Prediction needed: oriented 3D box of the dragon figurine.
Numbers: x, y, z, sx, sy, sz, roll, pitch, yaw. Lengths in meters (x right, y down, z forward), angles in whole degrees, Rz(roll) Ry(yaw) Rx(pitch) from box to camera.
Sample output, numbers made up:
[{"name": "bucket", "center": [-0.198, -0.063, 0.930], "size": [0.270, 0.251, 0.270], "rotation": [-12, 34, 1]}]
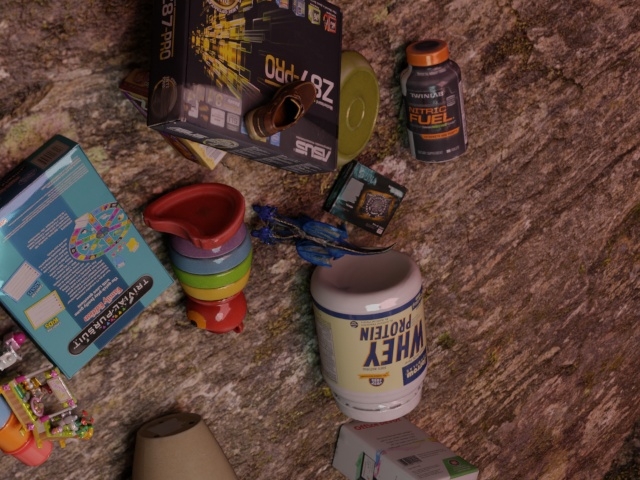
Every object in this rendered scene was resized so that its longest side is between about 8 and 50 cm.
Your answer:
[{"name": "dragon figurine", "center": [0.000, 0.000, 1.934], "size": [0.144, 0.289, 0.085], "rotation": [-35, 144, -78]}]

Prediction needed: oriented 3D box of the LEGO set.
[{"name": "LEGO set", "center": [-0.448, 0.278, 1.670], "size": [0.107, 0.132, 0.287], "rotation": [-24, 129, 9]}]

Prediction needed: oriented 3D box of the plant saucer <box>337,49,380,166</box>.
[{"name": "plant saucer", "center": [0.057, -0.257, 1.944], "size": [0.241, 0.037, 0.241], "rotation": [-35, 134, -47]}]

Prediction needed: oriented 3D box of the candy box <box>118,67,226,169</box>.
[{"name": "candy box", "center": [-0.251, -0.209, 1.678], "size": [0.053, 0.109, 0.186], "rotation": [-53, 134, -13]}]

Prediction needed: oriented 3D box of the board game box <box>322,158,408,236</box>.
[{"name": "board game box", "center": [0.099, -0.090, 2.098], "size": [0.186, 0.026, 0.126], "rotation": [24, 98, -46]}]

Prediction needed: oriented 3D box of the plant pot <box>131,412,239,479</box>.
[{"name": "plant pot", "center": [-0.267, 0.486, 1.893], "size": [0.256, 0.256, 0.274], "rotation": [-19, 103, -36]}]

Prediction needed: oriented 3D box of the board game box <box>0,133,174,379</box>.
[{"name": "board game box", "center": [-0.432, 0.032, 1.636], "size": [0.254, 0.079, 0.336], "rotation": [-44, 132, -19]}]

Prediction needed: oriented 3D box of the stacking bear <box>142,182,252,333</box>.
[{"name": "stacking bear", "center": [-0.203, 0.053, 1.808], "size": [0.164, 0.175, 0.289], "rotation": [-44, 142, -40]}]

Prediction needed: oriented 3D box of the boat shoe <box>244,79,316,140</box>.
[{"name": "boat shoe", "center": [-0.053, -0.219, 1.625], "size": [0.178, 0.060, 0.064], "rotation": [-43, 119, -44]}]

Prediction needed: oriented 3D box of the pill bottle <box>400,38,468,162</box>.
[{"name": "pill bottle", "center": [0.240, -0.300, 2.073], "size": [0.130, 0.130, 0.245], "rotation": [-31, 126, -29]}]

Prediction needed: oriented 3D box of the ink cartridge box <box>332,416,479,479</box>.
[{"name": "ink cartridge box", "center": [0.194, 0.532, 2.286], "size": [0.201, 0.278, 0.117], "rotation": [-2, 112, -42]}]

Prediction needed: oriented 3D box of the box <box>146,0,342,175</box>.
[{"name": "box", "center": [-0.118, -0.305, 1.678], "size": [0.395, 0.097, 0.318], "rotation": [14, 77, -50]}]

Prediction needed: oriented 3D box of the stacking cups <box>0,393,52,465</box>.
[{"name": "stacking cups", "center": [-0.560, 0.273, 1.625], "size": [0.096, 0.096, 0.316], "rotation": [-50, 137, -14]}]

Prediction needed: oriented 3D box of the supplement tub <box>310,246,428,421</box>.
[{"name": "supplement tub", "center": [0.110, 0.201, 2.094], "size": [0.235, 0.235, 0.324], "rotation": [-27, 124, -32]}]
